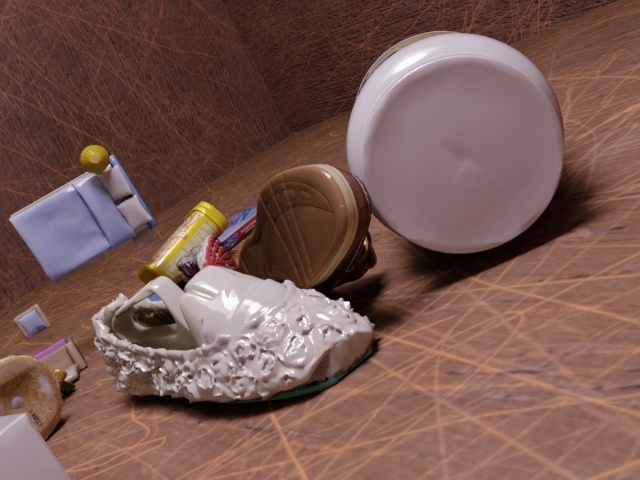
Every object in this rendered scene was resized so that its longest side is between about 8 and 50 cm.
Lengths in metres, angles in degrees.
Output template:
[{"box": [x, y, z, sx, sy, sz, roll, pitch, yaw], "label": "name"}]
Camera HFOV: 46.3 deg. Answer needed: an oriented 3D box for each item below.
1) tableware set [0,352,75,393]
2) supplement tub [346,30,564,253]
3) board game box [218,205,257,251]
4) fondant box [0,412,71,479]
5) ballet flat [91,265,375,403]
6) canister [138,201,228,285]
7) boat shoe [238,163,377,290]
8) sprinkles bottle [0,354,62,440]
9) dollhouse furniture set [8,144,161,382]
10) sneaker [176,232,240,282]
[{"box": [-0.434, 0.190, 1.073, 0.154, 0.104, 0.024, 6, 61, 2], "label": "tableware set"}, {"box": [0.146, -0.122, 0.859, 0.228, 0.228, 0.316, -26, 12, 11], "label": "supplement tub"}, {"box": [-0.208, -0.008, 1.623, 0.145, 0.027, 0.281, -17, 17, 36], "label": "board game box"}, {"box": [-0.442, 0.294, 0.757, 0.330, 0.096, 0.238, -18, 16, 41], "label": "fondant box"}, {"box": [-0.130, 0.097, 0.799, 0.409, 0.147, 0.147, -14, 18, 45], "label": "ballet flat"}, {"box": [-0.264, 0.017, 1.429, 0.170, 0.073, 0.126, -52, 11, -25], "label": "canister"}, {"box": [0.000, 0.000, 0.850, 0.123, 0.123, 0.342, -17, -16, -22], "label": "boat shoe"}, {"box": [-0.500, 0.241, 1.029, 0.355, 0.121, 0.121, -18, 16, 38], "label": "sprinkles bottle"}, {"box": [-0.376, 0.042, 1.147, 0.286, 0.303, 0.198, -31, 12, -13], "label": "dollhouse furniture set"}, {"box": [-0.193, 0.048, 1.276, 0.093, 0.088, 0.225, -37, 6, -7], "label": "sneaker"}]
